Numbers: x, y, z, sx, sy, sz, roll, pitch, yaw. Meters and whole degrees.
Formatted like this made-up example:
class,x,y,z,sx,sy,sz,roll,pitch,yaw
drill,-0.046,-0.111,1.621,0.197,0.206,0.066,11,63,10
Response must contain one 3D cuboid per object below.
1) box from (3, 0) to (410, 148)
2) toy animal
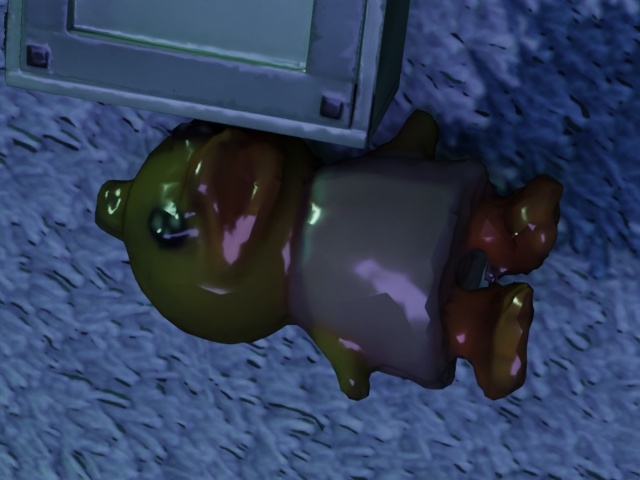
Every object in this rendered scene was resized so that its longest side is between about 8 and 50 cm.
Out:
class,x,y,z,sx,sy,sz,roll,pitch,yaw
box,-0.060,-0.192,1.092,0.225,0.117,0.225,10,115,8
toy animal,-0.002,0.001,1.148,0.281,0.195,0.169,15,155,1
